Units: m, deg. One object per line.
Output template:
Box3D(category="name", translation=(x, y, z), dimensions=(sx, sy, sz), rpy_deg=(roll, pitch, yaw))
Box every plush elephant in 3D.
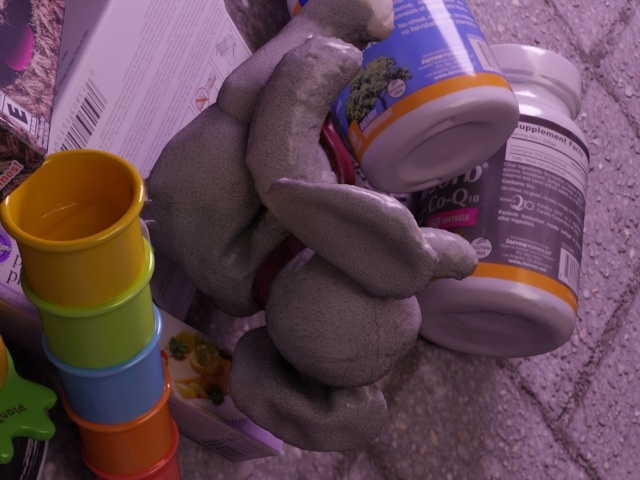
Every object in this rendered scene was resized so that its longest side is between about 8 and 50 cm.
Box3D(category="plush elephant", translation=(0.000, 0.000, 1.143), dimensions=(0.255, 0.272, 0.330), rpy_deg=(40, 48, 13))

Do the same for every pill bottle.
Box3D(category="pill bottle", translation=(0.060, -0.192, 1.356), dimensions=(0.152, 0.152, 0.272), rpy_deg=(-3, 59, -43))
Box3D(category="pill bottle", translation=(0.177, -0.039, 1.441), dimensions=(0.162, 0.162, 0.278), rpy_deg=(27, 60, -35))

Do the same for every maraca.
Box3D(category="maraca", translation=(-0.263, 0.086, 1.014), dimensions=(0.186, 0.099, 0.127), rpy_deg=(35, 35, 18))

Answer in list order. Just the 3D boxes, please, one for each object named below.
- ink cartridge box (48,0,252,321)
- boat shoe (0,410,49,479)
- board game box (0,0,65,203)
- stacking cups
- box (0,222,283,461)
Box3D(category="ink cartridge box", translation=(-0.146, -0.102, 1.237), dimensions=(0.239, 0.060, 0.275), rpy_deg=(59, 42, -47))
Box3D(category="boat shoe", translation=(-0.261, 0.211, 1.005), dimensions=(0.108, 0.102, 0.301), rpy_deg=(49, 50, -21))
Box3D(category="board game box", translation=(-0.324, -0.152, 0.959), dimensions=(0.291, 0.141, 0.232), rpy_deg=(39, 22, -28))
Box3D(category="stacking cups", translation=(-0.153, 0.079, 1.057), dimensions=(0.096, 0.096, 0.316), rpy_deg=(-56, 155, -37))
Box3D(category="box", translation=(-0.158, 0.080, 1.165), dimensions=(0.324, 0.067, 0.063), rpy_deg=(33, 57, -30))
